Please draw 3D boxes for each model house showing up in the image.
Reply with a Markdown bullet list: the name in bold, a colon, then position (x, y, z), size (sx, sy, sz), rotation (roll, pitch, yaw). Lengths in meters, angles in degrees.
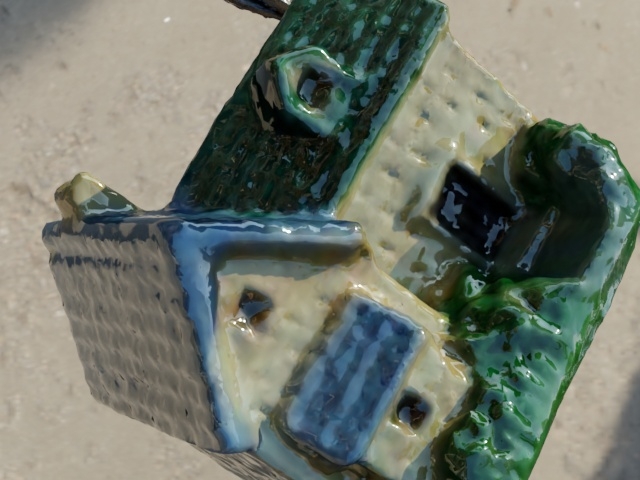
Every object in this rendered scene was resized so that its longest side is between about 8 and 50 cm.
- **model house**: position (0.000, 0.000, 0.993), size (0.343, 0.335, 0.382), rotation (39, 74, -23)

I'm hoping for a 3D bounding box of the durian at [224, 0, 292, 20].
- **durian**: position (-0.073, -0.352, 1.610), size (0.187, 0.119, 0.108), rotation (27, 77, -31)
